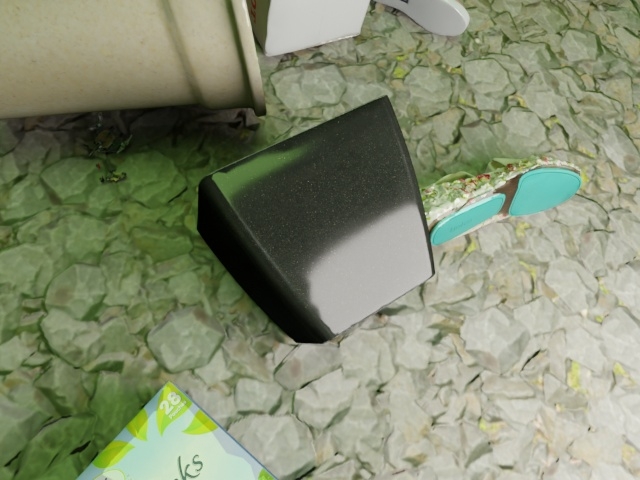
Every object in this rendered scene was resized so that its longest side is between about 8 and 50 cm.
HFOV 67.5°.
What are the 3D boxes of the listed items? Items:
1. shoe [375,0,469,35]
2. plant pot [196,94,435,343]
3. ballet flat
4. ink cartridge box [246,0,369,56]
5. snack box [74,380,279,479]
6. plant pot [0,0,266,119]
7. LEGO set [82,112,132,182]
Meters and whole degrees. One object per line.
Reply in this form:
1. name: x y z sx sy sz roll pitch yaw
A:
1. shoe: 0.149 -0.376 0.708 0.177 0.063 0.081 29 72 8
2. plant pot: 0.000 0.000 0.477 0.188 0.187 0.167 -27 86 -19
3. ballet flat: 0.207 -0.064 0.584 0.240 0.091 0.077 -16 49 -19
4. ink cartridge box: -0.065 -0.480 0.602 0.160 0.279 0.385 -21 73 -18
5. snack box: -0.138 0.257 0.402 0.174 0.070 0.207 40 67 8
6. plant pot: -0.241 -0.258 0.477 0.305 0.334 0.334 -14 71 -5
7. LEGO set: -0.249 -0.106 0.562 0.054 0.023 0.083 4 81 -5
